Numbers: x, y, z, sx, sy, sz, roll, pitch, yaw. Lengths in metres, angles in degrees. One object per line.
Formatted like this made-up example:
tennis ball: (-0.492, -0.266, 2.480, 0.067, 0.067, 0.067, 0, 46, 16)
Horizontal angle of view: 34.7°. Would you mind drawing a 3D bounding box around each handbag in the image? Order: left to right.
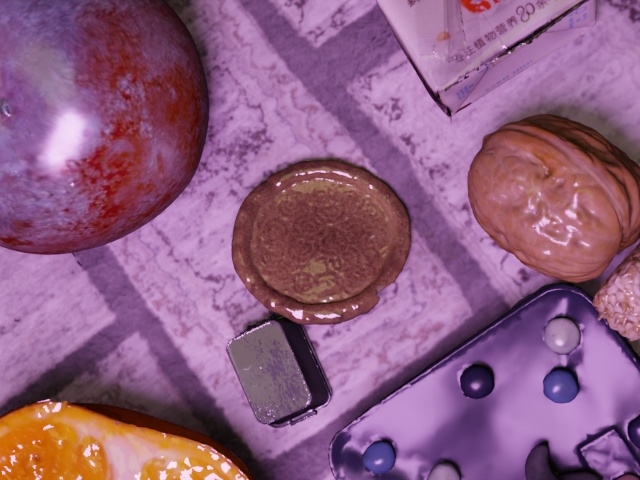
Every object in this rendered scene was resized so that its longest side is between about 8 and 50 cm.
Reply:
handbag: (0.201, 0.226, 1.028, 0.325, 0.118, 0.269, -37, 79, 8)

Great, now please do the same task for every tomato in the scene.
tomato: (-0.276, -0.144, 1.083, 0.316, 0.282, 0.317, 1, 96, 5)

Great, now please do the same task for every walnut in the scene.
walnut: (0.234, -0.049, 1.028, 0.184, 0.155, 0.155, 38, 93, 22)

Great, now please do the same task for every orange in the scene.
orange: (-0.214, 0.292, 1.036, 0.310, 0.274, 0.274, 7, 85, -23)

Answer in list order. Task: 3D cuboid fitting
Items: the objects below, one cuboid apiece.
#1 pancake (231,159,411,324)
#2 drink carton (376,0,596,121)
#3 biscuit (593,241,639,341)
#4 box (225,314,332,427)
pancake: (0.000, 0.001, 1.117, 0.199, 0.021, 0.199, -1, 72, 4)
drink carton: (0.131, -0.316, 1.084, 0.194, 0.132, 0.324, -31, 78, 7)
biscuit: (0.333, 0.025, 0.995, 0.070, 0.082, 0.168, 48, 52, 3)
box: (-0.048, 0.141, 1.106, 0.084, 0.069, 0.122, -27, 80, 10)
